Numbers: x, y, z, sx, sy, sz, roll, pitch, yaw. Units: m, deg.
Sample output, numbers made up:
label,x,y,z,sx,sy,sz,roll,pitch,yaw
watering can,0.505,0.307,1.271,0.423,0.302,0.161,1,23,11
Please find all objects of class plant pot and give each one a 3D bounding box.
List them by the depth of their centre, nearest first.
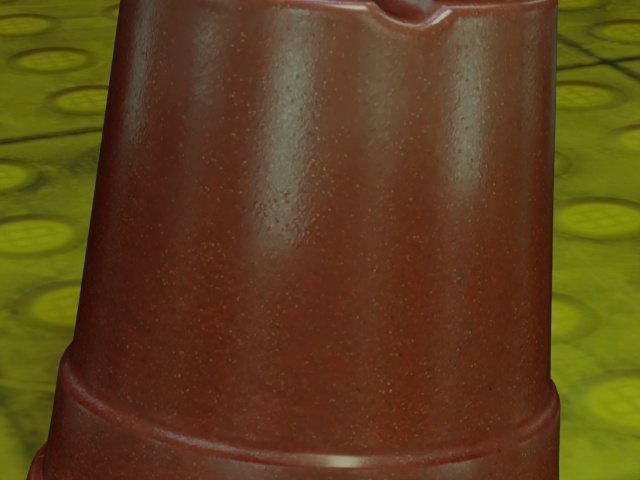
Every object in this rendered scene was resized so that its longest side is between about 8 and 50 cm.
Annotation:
label,x,y,z,sx,sy,sz,roll,pitch,yaw
plant pot,0.000,0.000,0.887,0.272,0.265,0.272,4,15,-1
